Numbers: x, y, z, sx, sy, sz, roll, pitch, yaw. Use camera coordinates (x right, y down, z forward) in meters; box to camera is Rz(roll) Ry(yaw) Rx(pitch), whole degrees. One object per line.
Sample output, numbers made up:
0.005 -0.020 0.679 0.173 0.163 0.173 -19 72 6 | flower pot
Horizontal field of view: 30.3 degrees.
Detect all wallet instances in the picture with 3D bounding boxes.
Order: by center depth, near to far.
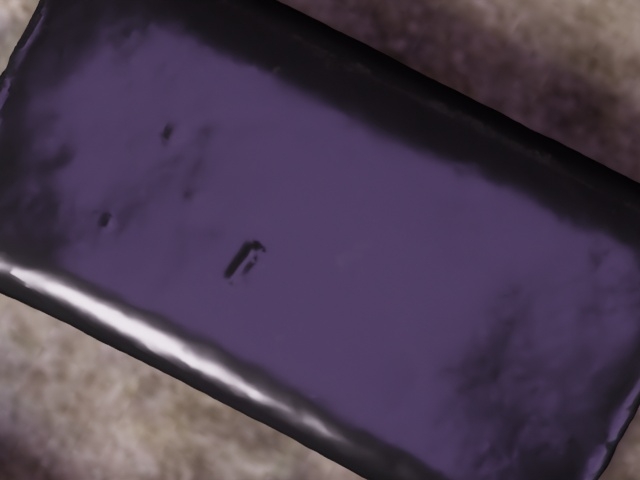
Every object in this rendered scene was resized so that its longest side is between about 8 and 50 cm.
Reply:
0.000 0.000 0.680 0.406 0.062 0.228 27 89 0 | wallet
